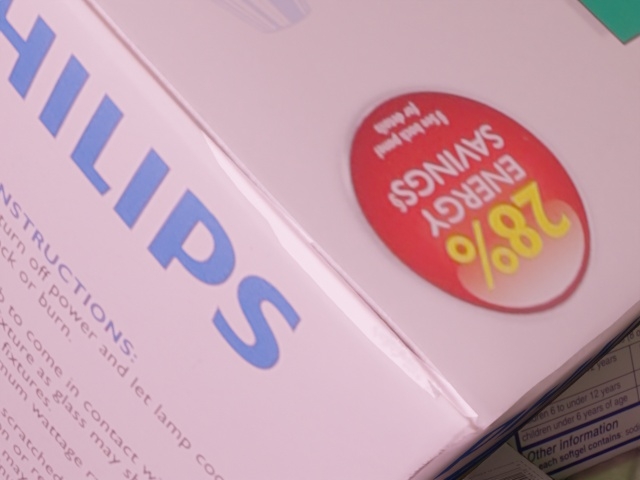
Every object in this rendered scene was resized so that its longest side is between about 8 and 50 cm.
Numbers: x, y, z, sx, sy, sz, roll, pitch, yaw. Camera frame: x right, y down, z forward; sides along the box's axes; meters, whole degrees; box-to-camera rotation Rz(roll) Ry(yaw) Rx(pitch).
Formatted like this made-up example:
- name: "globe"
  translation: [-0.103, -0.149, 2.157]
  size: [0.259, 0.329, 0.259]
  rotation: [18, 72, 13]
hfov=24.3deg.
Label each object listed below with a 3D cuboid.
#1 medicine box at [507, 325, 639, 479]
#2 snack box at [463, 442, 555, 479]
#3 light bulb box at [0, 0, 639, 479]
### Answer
- name: "medicine box"
  translation: [0.179, -0.035, 0.915]
  size: [0.263, 0.289, 0.149]
  rotation: [-19, 20, -13]
- name: "snack box"
  translation: [-0.002, 0.146, 0.893]
  size: [0.187, 0.060, 0.322]
  rotation: [-19, 20, -15]
- name: "light bulb box"
  translation: [0.000, 0.000, 0.614]
  size: [0.358, 0.225, 0.361]
  rotation: [-32, -15, -43]
